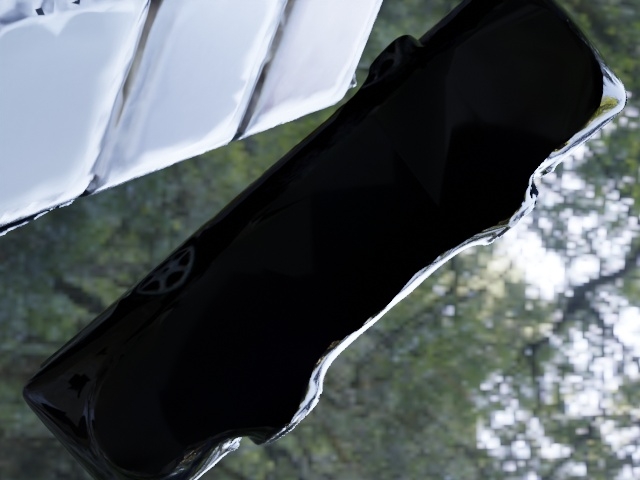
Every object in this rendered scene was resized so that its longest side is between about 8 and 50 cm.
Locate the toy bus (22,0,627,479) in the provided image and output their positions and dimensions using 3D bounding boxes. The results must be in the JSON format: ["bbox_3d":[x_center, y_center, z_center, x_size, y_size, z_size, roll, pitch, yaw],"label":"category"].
[{"bbox_3d":[0.000,0.000,0.427,0.172,0.057,0.072,-41,-174,-4],"label":"toy bus"}]

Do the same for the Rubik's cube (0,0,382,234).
[{"bbox_3d":[-0.144,-0.252,0.654,0.359,0.363,0.362,29,-63,17],"label":"Rubik's cube"}]
